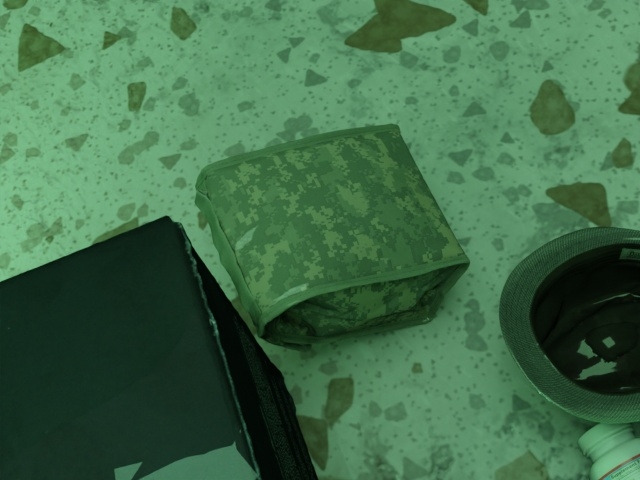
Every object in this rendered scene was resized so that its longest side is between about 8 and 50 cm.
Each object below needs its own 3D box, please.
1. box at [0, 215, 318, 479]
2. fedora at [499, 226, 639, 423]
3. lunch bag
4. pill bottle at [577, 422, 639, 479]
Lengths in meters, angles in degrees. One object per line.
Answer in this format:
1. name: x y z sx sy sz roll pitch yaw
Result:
1. box: -0.269 0.267 1.130 0.479 0.472 0.297 -22 62 1
2. fedora: 0.342 0.114 1.279 0.275 0.124 0.244 -29 65 -15
3. lunch bag: 0.000 0.000 1.333 0.287 0.169 0.235 -9 58 -27
4. pill bottle: 0.363 0.283 1.215 0.087 0.087 0.160 -28 62 -3
